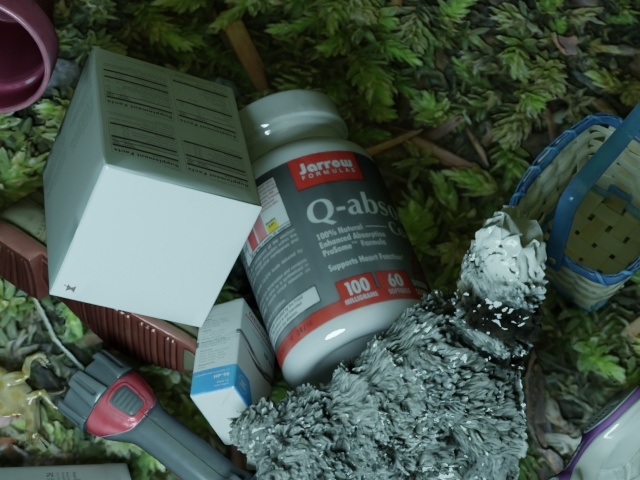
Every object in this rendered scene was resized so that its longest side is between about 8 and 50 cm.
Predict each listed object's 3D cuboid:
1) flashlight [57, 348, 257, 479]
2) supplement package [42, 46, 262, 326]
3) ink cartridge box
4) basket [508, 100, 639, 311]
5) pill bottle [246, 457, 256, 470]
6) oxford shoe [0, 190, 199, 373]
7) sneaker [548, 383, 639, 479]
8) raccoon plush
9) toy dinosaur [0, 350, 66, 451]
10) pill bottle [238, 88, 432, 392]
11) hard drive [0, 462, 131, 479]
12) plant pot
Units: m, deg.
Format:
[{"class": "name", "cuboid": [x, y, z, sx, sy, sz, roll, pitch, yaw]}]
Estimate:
[{"class": "flashlight", "cuboid": [-0.175, 0.258, 1.740, 0.304, 0.103, 0.103, 37, 22, 10]}, {"class": "supplement package", "cuboid": [-0.215, -0.066, 1.770, 0.198, 0.199, 0.263, 14, 33, -23]}, {"class": "ink cartridge box", "cuboid": [-0.104, 0.146, 1.772, 0.060, 0.104, 0.180, -15, 43, 17]}, {"class": "basket", "cuboid": [0.364, -0.058, 1.853, 0.201, 0.289, 0.255, 38, 63, 15]}, {"class": "pill bottle", "cuboid": [-0.031, 0.262, 1.765, 0.116, 0.065, 0.065, 6, 60, -1]}, {"class": "oxford shoe", "cuboid": [-0.270, 0.042, 1.837, 0.348, 0.123, 0.130, 32, 57, 11]}, {"class": "sneaker", "cuboid": [0.377, 0.297, 1.776, 0.152, 0.114, 0.305, 42, 69, 2]}, {"class": "raccoon plush", "cuboid": [0.056, 0.138, 1.573, 0.299, 0.446, 0.216, -10, 37, -14]}, {"class": "toy dinosaur", "cuboid": [-0.380, 0.175, 1.789, 0.092, 0.053, 0.183, -36, 70, -21]}, {"class": "pill bottle", "cuboid": [0.000, 0.000, 1.830, 0.210, 0.210, 0.363, -15, 61, -13]}, {"class": "hard drive", "cuboid": [-0.362, 0.310, 1.627, 0.307, 0.203, 0.040, -1, 104, -14]}, {"class": "plant pot", "cuboid": [-0.451, -0.306, 1.986, 0.201, 0.201, 0.180, 8, 44, -1]}]
